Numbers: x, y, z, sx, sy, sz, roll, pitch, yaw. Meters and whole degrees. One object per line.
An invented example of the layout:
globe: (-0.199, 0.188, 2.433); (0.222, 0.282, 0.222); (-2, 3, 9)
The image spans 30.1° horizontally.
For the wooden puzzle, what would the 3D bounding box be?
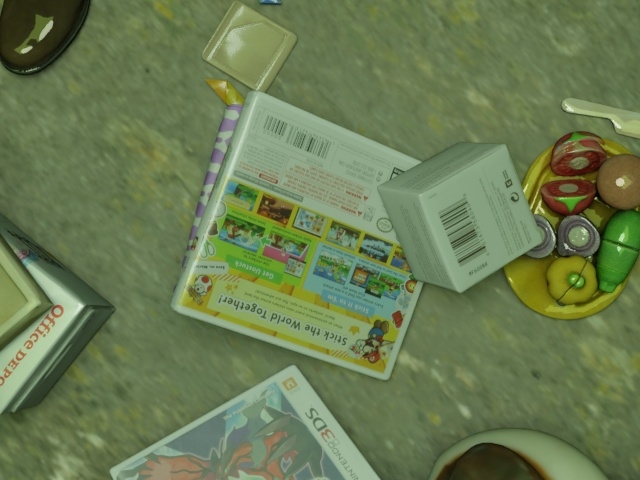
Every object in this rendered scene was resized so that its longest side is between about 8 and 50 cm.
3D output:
wooden puzzle: (-0.070, -0.186, 1.153); (0.078, 0.014, 0.116); (38, 90, -1)

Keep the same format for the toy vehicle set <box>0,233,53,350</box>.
toy vehicle set: (-0.374, 0.005, 1.019); (0.166, 0.035, 0.267); (-39, 82, 2)

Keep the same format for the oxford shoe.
oxford shoe: (-0.252, -0.266, 1.124); (0.082, 0.096, 0.227); (24, 90, 2)

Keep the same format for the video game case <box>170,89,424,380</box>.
video game case: (0.000, 0.000, 1.086); (0.227, 0.026, 0.206); (21, 88, -26)

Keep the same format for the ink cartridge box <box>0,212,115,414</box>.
ink cartridge box: (-0.304, 0.057, 1.094); (0.176, 0.127, 0.128); (39, 89, 5)

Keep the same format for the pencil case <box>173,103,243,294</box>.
pencil case: (-0.072, -0.027, 1.111); (0.088, 0.086, 0.206); (17, 91, -5)

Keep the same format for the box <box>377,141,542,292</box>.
box: (0.126, -0.023, 1.076); (0.102, 0.087, 0.101); (-30, 107, -19)

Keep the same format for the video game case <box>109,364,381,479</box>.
video game case: (-0.058, 0.227, 1.061); (0.201, 0.023, 0.183); (-29, 59, -18)

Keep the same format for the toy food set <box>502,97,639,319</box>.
toy food set: (0.249, -0.032, 1.103); (0.128, 0.071, 0.218); (21, 88, 3)

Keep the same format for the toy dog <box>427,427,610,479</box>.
toy dog: (0.274, 0.285, 0.989); (0.407, 0.284, 0.395); (12, 88, 5)
